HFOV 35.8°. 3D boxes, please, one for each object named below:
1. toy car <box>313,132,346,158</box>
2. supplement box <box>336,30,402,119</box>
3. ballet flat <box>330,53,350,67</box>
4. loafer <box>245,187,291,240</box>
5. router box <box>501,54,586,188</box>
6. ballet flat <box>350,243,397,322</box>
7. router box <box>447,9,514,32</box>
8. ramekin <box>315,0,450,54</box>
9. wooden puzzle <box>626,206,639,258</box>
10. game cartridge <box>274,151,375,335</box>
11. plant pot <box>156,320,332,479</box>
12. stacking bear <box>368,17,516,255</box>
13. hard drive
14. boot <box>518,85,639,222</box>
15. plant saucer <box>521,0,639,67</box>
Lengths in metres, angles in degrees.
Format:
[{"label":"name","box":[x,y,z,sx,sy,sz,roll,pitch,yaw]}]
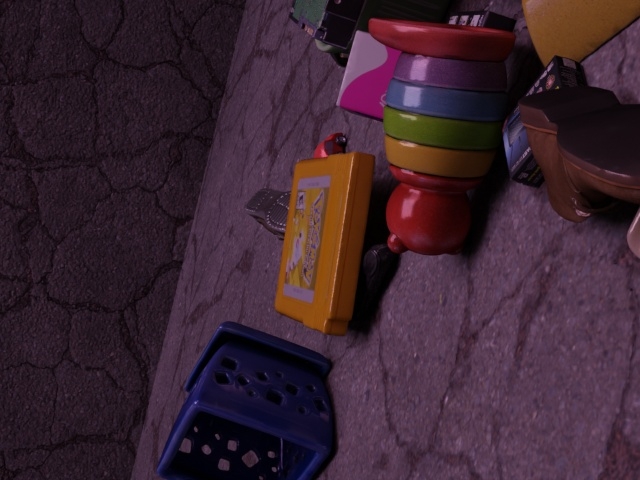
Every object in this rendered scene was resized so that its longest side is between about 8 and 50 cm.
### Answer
[{"label":"toy car","box":[0.020,-0.100,1.823,0.225,0.053,0.239,172,112,-72]},{"label":"supplement box","box":[0.099,-0.230,1.457,0.220,0.111,0.114,-24,-49,-82]},{"label":"ballet flat","box":[0.079,-0.431,1.878,0.280,0.095,0.096,112,155,-58]},{"label":"loafer","box":[-0.068,-0.048,2.040,0.094,0.087,0.251,-50,28,-6]},{"label":"router box","box":[0.255,-0.134,1.124,0.122,0.038,0.092,122,156,-44]},{"label":"ballet flat","box":[0.077,0.071,1.539,0.057,0.049,0.173,59,144,29]},{"label":"router box","box":[0.197,-0.227,1.378,0.133,0.046,0.179,-141,67,-71]},{"label":"ramekin","box":[0.114,-0.439,1.649,0.303,0.148,0.303,-165,90,-73]},{"label":"wooden puzzle","box":[0.337,-0.042,0.773,0.238,0.044,0.221,-114,42,-64]},{"label":"game cartridge","box":[0.000,0.000,1.645,0.324,0.053,0.285,-175,93,-75]},{"label":"plant pot","box":[-0.117,0.284,1.647,0.212,0.236,0.236,-82,18,-45]},{"label":"stacking bear","box":[0.148,-0.122,1.246,0.164,0.175,0.289,-145,58,-61]},{"label":"hard drive","box":[0.050,-0.477,1.518,0.237,0.064,0.339,-120,49,-67]},{"label":"boot","box":[0.266,-0.066,0.915,0.305,0.112,0.115,-103,2,-74]},{"label":"plant saucer","box":[0.320,-0.394,1.072,0.333,0.081,0.332,141,140,-63]}]
